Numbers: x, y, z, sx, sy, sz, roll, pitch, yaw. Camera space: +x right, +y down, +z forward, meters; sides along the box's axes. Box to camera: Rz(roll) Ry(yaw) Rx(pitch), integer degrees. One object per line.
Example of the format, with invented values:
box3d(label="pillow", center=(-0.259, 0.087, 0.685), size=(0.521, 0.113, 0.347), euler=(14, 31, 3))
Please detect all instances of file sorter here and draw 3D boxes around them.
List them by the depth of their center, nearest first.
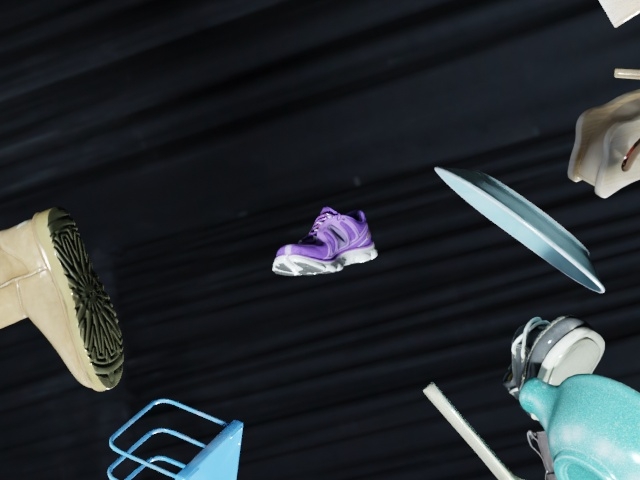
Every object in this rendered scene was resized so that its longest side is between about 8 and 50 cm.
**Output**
box3d(label="file sorter", center=(-0.163, 0.273, 1.451), size=(0.118, 0.104, 0.170), euler=(-39, 143, -54))

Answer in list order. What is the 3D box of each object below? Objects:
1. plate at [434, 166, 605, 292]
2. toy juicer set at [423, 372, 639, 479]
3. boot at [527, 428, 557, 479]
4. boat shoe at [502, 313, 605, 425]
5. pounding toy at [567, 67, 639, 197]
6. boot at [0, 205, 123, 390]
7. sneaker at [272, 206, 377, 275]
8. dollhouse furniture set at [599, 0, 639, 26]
box3d(label="plate", center=(0.183, -0.017, 1.219), size=(0.188, 0.024, 0.188), euler=(38, 1, -1))
box3d(label="toy juicer set", center=(0.244, 0.188, 1.033), size=(0.089, 0.329, 0.209), euler=(-42, 112, -26))
box3d(label="boot", center=(0.400, 0.332, 1.727), size=(0.091, 0.263, 0.229), euler=(28, 59, -76))
box3d(label="boat shoe", center=(0.194, 0.107, 1.187), size=(0.079, 0.084, 0.233), euler=(49, -6, 18))
box3d(label="pounding toy", center=(0.465, -0.153, 1.953), size=(0.155, 0.269, 0.154), euler=(39, -32, 54))
box3d(label="boot", center=(-0.387, 0.098, 1.637), size=(0.089, 0.269, 0.236), euler=(-14, 85, -68))
box3d(label="sneaker", center=(0.000, 0.000, 1.528), size=(0.170, 0.068, 0.071), euler=(-18, 100, -58))
box3d(label="dollhouse furniture set", center=(0.257, -0.413, 1.344), size=(0.355, 0.303, 0.174), euler=(55, 13, -17))
